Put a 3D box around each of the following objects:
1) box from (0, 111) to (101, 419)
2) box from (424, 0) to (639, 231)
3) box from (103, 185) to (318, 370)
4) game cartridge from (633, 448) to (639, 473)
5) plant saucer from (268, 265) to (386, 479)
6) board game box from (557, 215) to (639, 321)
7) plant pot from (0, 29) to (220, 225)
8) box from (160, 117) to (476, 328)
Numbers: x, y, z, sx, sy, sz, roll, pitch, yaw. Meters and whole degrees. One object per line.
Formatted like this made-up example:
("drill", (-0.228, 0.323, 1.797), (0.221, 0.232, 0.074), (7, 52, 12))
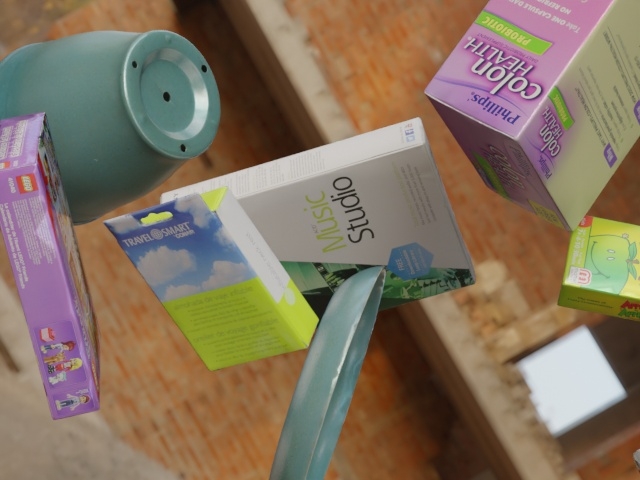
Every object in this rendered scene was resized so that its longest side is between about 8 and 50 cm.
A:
("box", (-0.303, 0.024, 1.712), (0.201, 0.057, 0.293), (-111, -171, -69))
("box", (0.246, -0.170, 1.530), (0.117, 0.243, 0.213), (31, -8, 32))
("box", (-0.093, 0.028, 1.322), (0.178, 0.109, 0.042), (57, 34, -26))
("game cartridge", (0.435, 0.175, 1.160), (0.230, 0.355, 0.068), (62, -1, -20))
("plant saucer", (0.002, 0.172, 1.647), (0.044, 0.317, 0.317), (19, -10, 7))
("board game box", (0.341, 0.037, 1.578), (0.043, 0.181, 0.092), (90, 13, -55))
("plant pot", (-0.289, -0.178, 2.160), (0.272, 0.255, 0.271), (18, 66, -46))
("box", (0.000, 0.000, 1.823), (0.058, 0.322, 0.232), (-93, 163, -49))
